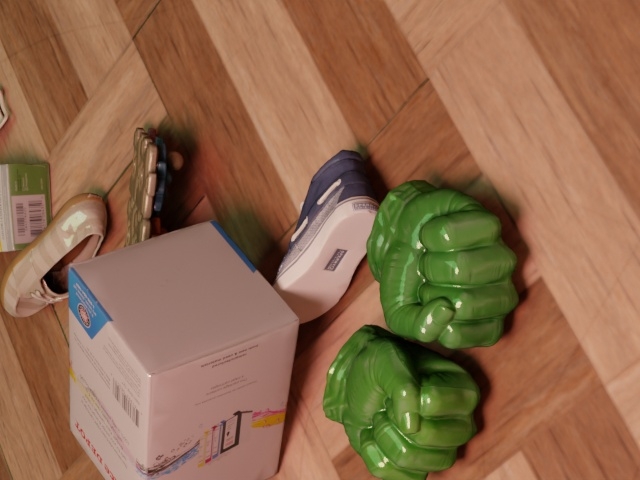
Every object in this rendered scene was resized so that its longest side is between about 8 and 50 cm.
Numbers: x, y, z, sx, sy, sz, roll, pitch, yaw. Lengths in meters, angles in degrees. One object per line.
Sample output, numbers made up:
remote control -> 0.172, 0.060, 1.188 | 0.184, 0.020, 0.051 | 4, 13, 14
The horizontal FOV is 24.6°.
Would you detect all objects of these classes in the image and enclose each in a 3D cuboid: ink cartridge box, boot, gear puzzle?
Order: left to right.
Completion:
ink cartridge box -> -0.427, -0.038, 1.888 | 0.209, 0.062, 0.109 | -3, 91, 47
gear puzzle -> -0.191, 0.050, 1.623 | 0.175, 0.044, 0.339 | -139, 54, -73
ink cartridge box -> -0.143, 0.136, 1.471 | 0.171, 0.168, 0.233 | 47, 143, 36
boot -> 0.000, 0.000, 1.443 | 0.190, 0.069, 0.086 | -51, 37, 38

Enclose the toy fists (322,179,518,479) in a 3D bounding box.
toy fists -> 0.090, 0.088, 1.319 | 0.142, 0.096, 0.279 | 32, 113, 40

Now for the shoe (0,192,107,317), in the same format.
shoe -> -0.321, 0.032, 1.768 | 0.219, 0.076, 0.058 | -49, 53, 34

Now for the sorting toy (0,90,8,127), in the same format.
sorting toy -> -0.434, -0.160, 1.908 | 0.075, 0.045, 0.083 | -34, 67, 35
